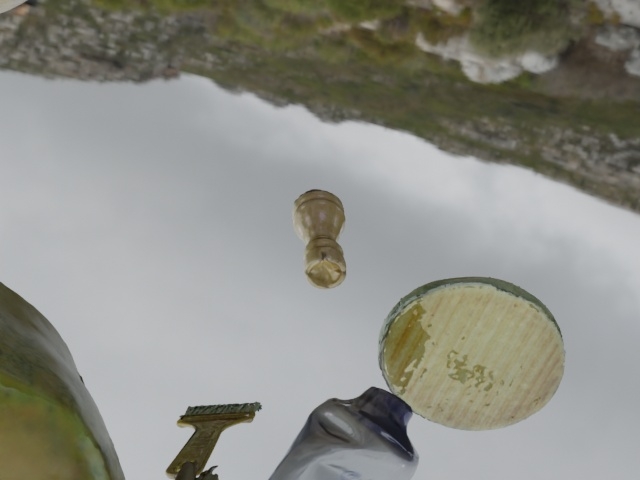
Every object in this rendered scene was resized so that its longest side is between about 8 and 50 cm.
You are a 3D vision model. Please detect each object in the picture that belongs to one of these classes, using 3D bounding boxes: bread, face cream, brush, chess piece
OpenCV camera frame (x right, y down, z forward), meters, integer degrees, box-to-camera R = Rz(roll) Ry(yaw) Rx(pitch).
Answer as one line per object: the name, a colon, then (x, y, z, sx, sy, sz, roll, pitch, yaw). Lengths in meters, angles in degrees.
bread: (0.211, 0.158, 1.363, 0.267, 0.267, 0.040, 15, -150, -2)
face cream: (-0.015, 0.380, 1.255, 0.137, 0.420, 0.235, 26, 170, 47)
brush: (-0.112, 0.189, 0.935, 0.082, 0.010, 0.218, -5, -174, 6)
chess piece: (0.000, 0.000, 1.121, 0.066, 0.066, 0.122, 13, -145, -13)

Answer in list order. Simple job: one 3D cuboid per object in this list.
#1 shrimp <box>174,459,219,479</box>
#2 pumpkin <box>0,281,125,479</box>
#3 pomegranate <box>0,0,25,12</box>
shrimp: (-0.094, 0.209, 0.576, 0.041, 0.099, 0.180, 23, -134, -8)
pumpkin: (-0.240, 0.161, 0.486, 0.332, 0.332, 0.199, 6, -175, -37)
pomegranate: (-0.267, -0.307, 0.704, 0.281, 0.281, 0.281, 15, -167, -4)
